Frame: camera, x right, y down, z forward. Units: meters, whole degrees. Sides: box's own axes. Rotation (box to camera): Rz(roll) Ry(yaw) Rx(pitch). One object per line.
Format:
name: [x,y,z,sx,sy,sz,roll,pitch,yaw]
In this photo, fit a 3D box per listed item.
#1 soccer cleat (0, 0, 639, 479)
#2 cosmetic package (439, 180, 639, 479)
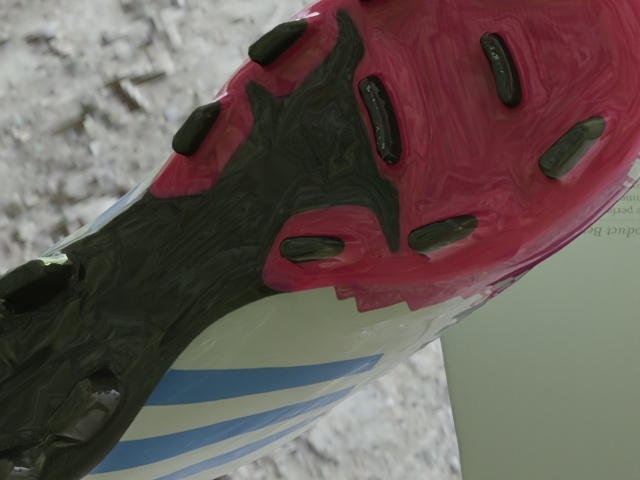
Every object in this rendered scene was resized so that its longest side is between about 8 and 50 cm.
soccer cleat: [0.000,0.000,0.643,0.331,0.143,0.116,-31,69,27]
cosmetic package: [0.112,0.002,0.769,0.117,0.231,0.085,3,33,21]
